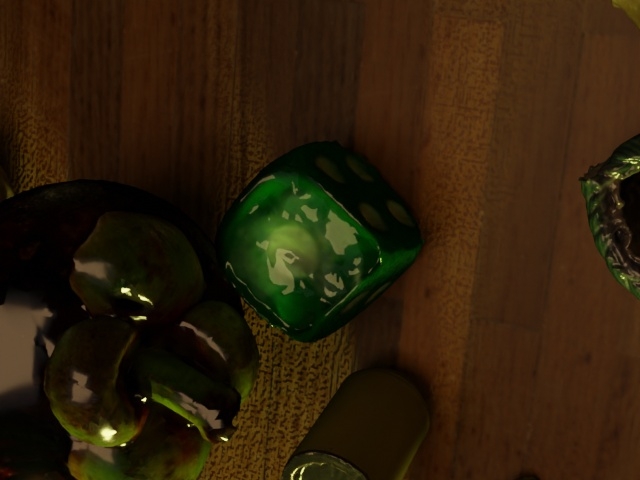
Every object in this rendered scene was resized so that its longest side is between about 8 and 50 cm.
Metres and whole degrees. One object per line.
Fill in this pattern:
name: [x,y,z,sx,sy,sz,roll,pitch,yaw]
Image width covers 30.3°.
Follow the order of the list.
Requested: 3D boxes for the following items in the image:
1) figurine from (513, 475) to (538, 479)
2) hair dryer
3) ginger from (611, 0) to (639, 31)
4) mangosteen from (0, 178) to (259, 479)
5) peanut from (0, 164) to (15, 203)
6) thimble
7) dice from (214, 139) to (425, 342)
figurine: [0.171,0.394,0.964,0.218,0.169,0.326,31,123,44]
hair dryer: [0.061,0.257,1.036,0.090,0.135,0.278,-5,116,29]
ginger: [0.257,-0.199,0.810,0.354,0.126,0.190,42,122,12]
mangosteen: [-0.195,0.093,1.023,0.311,0.311,0.311,7,104,27]
peanut: [-0.384,0.033,1.204,0.149,0.149,0.313,25,114,21]
thimble: [0.265,-0.019,0.867,0.118,0.090,0.135,-33,84,30]
dice: [0.000,0.000,0.996,0.128,0.120,0.131,48,116,12]
